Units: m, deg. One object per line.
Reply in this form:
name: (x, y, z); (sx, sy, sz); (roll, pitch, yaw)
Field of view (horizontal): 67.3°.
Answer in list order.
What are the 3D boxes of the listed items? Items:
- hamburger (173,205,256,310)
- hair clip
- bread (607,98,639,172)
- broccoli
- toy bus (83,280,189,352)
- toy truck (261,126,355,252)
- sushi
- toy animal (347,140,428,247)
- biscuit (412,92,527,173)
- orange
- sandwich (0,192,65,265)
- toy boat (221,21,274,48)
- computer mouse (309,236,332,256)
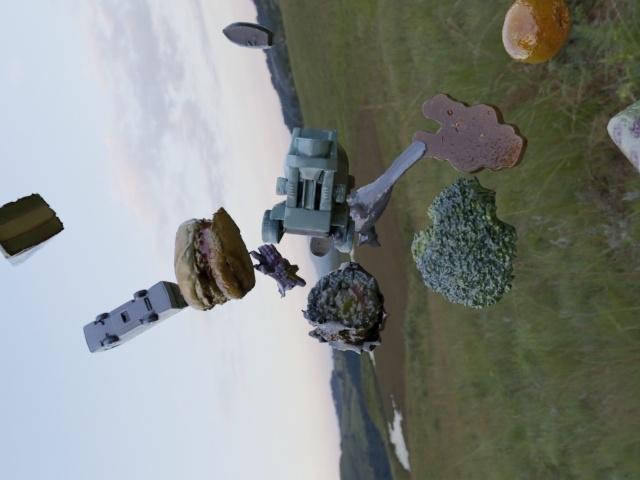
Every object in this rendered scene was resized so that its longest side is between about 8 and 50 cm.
hamburger: (-0.272, 0.048, 1.220); (0.244, 0.163, 0.244); (-20, -90, -86)
hair clip: (-0.109, 0.075, 1.274); (0.137, 0.090, 0.278); (58, 177, 23)
bread: (0.830, -0.215, 1.118); (0.155, 0.187, 0.338); (37, -144, -25)
broccoli: (0.367, 0.002, 1.283); (0.301, 0.250, 0.375); (-92, -16, -55)
toy bus: (-0.584, 0.244, 1.524); (0.108, 0.330, 0.136); (64, -167, 14)
toy truck: (-0.005, -0.070, 0.630); (0.256, 0.108, 0.140); (-69, -15, -79)
sushi: (0.082, 0.212, 1.411); (0.239, 0.225, 0.218); (22, 149, 40)
toy animal: (0.092, -0.085, 1.107); (0.366, 0.206, 0.081); (107, 152, -52)
biscuit: (0.376, -0.263, 1.222); (0.295, 0.044, 0.185); (34, 122, 33)
orange: (0.549, -0.544, 1.227); (0.178, 0.155, 0.177); (2, -92, -47)
sandwich: (-0.517, 0.004, 0.776); (0.079, 0.163, 0.113); (58, -153, -11)
toy boat: (-0.177, -0.506, 1.184); (0.066, 0.140, 0.059); (-60, -20, -62)
computer mouse: (-0.001, -0.001, 1.397); (0.039, 0.066, 0.096); (-129, 51, -65)
